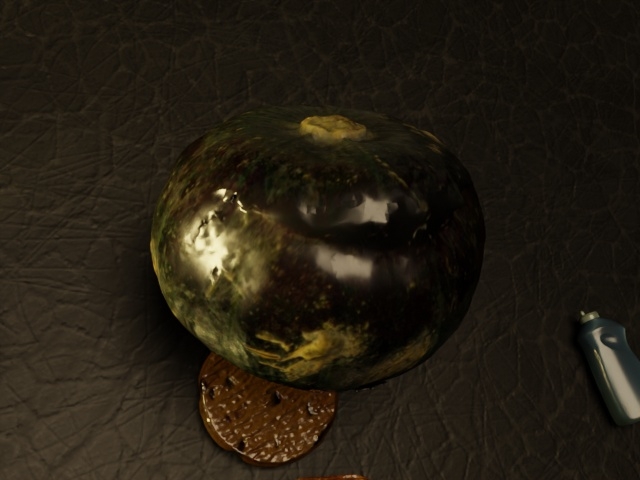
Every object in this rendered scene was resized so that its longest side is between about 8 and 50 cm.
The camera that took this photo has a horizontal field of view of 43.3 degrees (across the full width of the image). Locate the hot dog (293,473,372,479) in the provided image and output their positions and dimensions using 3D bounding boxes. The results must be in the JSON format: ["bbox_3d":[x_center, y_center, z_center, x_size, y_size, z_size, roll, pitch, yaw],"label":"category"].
[{"bbox_3d":[-0.019,0.408,1.047,0.272,0.122,0.196,-8,68,-21],"label":"hot dog"}]

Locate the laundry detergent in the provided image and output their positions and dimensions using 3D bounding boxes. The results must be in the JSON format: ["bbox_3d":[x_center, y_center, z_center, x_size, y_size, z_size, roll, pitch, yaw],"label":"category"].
[{"bbox_3d":[0.506,0.212,1.393,0.097,0.061,0.206,-18,74,-20],"label":"laundry detergent"}]

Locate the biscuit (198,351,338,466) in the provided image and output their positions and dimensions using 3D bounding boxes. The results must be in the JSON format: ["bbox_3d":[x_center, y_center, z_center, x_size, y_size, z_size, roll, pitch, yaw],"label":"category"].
[{"bbox_3d":[-0.073,0.219,1.159,0.212,0.036,0.212,10,62,-20],"label":"biscuit"}]

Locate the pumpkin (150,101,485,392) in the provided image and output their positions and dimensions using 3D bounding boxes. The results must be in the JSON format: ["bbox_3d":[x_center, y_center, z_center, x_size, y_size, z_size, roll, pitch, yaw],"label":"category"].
[{"bbox_3d":[0.000,0.000,1.094,0.455,0.343,0.454,4,28,-2],"label":"pumpkin"}]
